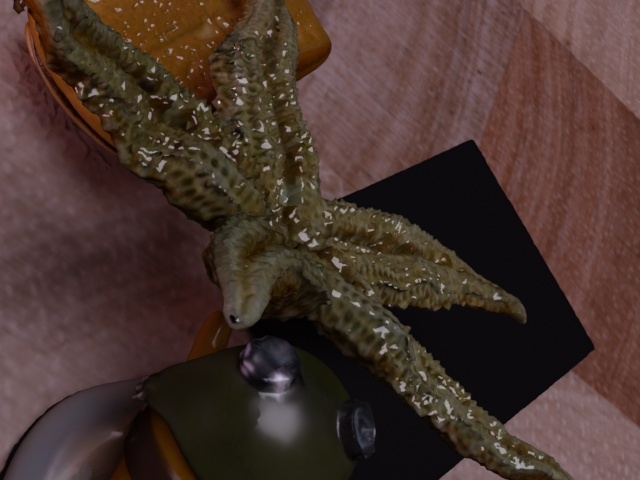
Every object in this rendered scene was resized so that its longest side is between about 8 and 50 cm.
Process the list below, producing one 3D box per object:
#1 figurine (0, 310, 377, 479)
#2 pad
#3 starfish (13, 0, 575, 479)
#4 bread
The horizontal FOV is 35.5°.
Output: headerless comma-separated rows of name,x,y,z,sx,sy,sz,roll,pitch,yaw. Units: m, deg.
figurine,-0.058,0.139,0.469,0.166,0.141,0.250,44,48,-14
pad,0.076,0.049,0.716,0.299,0.005,0.202,-27,85,-43
starfish,-0.001,0.003,0.491,0.358,0.078,0.347,55,17,6
bread,-0.088,-0.122,0.624,0.200,0.077,0.116,-37,94,-42
